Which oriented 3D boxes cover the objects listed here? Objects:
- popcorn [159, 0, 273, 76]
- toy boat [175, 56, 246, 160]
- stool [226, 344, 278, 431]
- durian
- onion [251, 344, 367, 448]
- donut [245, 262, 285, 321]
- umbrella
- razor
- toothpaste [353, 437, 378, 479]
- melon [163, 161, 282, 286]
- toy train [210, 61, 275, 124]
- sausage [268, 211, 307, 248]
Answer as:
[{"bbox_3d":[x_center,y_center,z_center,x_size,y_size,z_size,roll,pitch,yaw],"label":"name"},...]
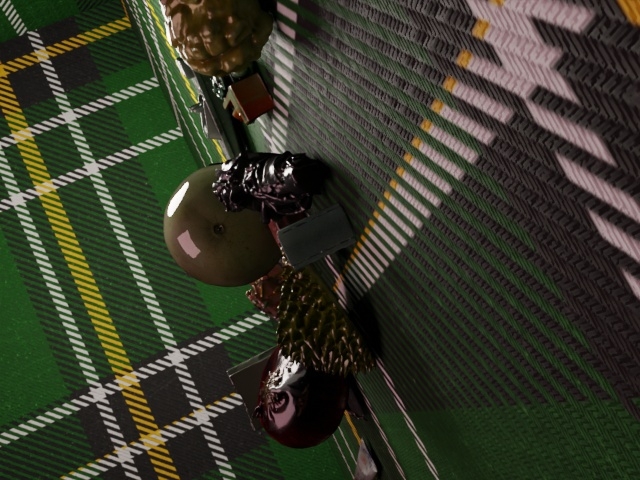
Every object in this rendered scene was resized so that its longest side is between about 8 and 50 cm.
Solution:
[{"bbox_3d":[-0.143,-0.312,1.007,0.173,0.142,0.174,3,93,61],"label":"popcorn"},{"bbox_3d":[-0.243,-0.279,1.714,0.320,0.092,0.141,68,172,-21],"label":"toy boat"},{"bbox_3d":[-0.103,0.379,2.036,0.170,0.269,0.243,64,171,2],"label":"stool"},{"bbox_3d":[0.017,0.145,1.309,0.352,0.158,0.169,62,-149,-59],"label":"durian"},{"bbox_3d":[-0.020,0.373,1.812,0.273,0.285,0.273,-29,54,48],"label":"onion"},{"bbox_3d":[-0.092,0.121,1.732,0.199,0.085,0.233,35,-172,-26],"label":"donut"},{"bbox_3d":[-0.066,-0.088,1.218,0.336,0.154,0.128,7,91,56],"label":"umbrella"},{"bbox_3d":[0.000,0.000,1.199,0.232,0.106,0.068,45,-159,-86],"label":"razor"},{"bbox_3d":[0.130,0.655,2.098,0.323,0.066,0.100,90,159,-57],"label":"toothpaste"},{"bbox_3d":[-0.201,-0.035,1.590,0.330,0.268,0.269,-84,-30,-86],"label":"melon"},{"bbox_3d":[-0.140,-0.257,1.305,0.118,0.074,0.176,63,168,-4],"label":"toy train"},{"bbox_3d":[-0.065,-0.040,1.415,0.141,0.076,0.076,64,171,-12],"label":"sausage"}]
